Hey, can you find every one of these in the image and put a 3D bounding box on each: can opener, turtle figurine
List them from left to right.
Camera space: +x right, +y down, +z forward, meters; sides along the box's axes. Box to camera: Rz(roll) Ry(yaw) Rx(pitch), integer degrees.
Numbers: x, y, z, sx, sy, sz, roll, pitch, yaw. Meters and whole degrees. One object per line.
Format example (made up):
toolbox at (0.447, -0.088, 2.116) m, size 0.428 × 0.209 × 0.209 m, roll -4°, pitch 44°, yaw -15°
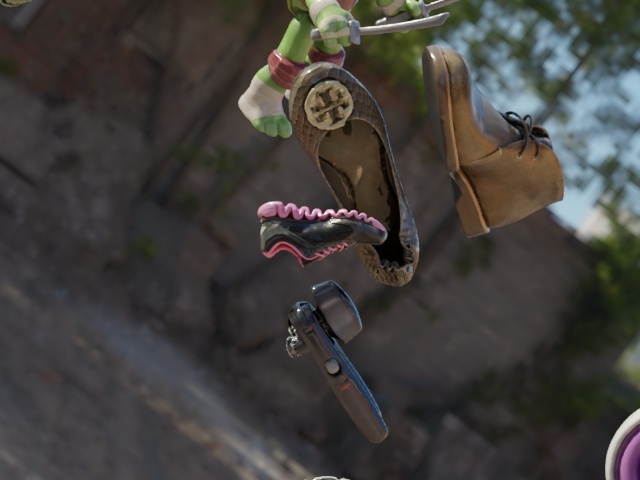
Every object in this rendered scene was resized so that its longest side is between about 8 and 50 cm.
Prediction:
can opener at (0.020, 0.126, 1.895) m, size 0.059 × 0.073 × 0.186 m, roll -93°, pitch 160°, yaw -59°
turtle figurine at (0.042, -0.223, 2.188) m, size 0.274 × 0.266 × 0.198 m, roll 24°, pitch 34°, yaw -9°

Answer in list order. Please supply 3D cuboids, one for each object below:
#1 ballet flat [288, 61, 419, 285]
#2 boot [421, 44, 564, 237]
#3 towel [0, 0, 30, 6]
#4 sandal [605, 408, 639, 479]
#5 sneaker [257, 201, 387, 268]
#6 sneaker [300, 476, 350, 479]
ballet flat at (0.039, -0.056, 1.855) m, size 0.058 × 0.084 × 0.250 m, roll -119°, pitch -174°, yaw -59°
boot at (0.170, -0.108, 1.944) m, size 0.305 × 0.115 × 0.112 m, roll 60°, pitch 20°, yaw -60°
towel at (-0.270, -0.295, 2.061) m, size 0.110 × 0.148 × 0.027 m, roll -107°, pitch 176°, yaw -58°
sandal at (0.421, 0.146, 1.539) m, size 0.169 × 0.416 × 0.102 m, roll 64°, pitch 18°, yaw 2°
sneaker at (0.000, 0.000, 1.783) m, size 0.119 × 0.057 × 0.047 m, roll 6°, pitch -19°, yaw 4°
sneaker at (-0.052, 0.325, 1.761) m, size 0.107 × 0.279 × 0.118 m, roll 42°, pitch -11°, yaw 29°
